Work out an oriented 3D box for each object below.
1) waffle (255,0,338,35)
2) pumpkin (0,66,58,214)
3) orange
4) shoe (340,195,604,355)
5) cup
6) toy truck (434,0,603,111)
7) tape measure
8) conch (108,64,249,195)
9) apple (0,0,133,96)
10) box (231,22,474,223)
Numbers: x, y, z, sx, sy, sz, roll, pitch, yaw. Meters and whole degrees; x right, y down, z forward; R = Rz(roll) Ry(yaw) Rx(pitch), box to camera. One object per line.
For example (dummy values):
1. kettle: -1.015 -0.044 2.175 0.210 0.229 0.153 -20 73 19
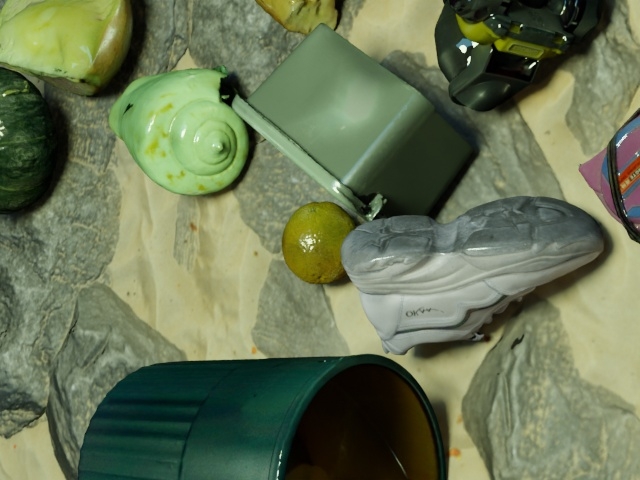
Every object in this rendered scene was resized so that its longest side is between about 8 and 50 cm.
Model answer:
1. waffle: -0.005 -0.449 1.495 0.348 0.077 0.304 -54 48 13
2. pumpkin: -0.449 -0.142 1.706 0.211 0.152 0.212 9 105 34
3. orange: 0.000 0.000 1.330 0.085 0.085 0.095 -25 50 32
4. shoe: 0.150 0.040 1.177 0.245 0.138 0.095 -8 34 10
5. cup: -0.050 0.254 1.214 0.292 0.308 0.242 -3 41 40
6. toy truck: 0.167 -0.255 1.250 0.165 0.147 0.224 -50 43 45
7. tape measure: 0.304 -0.062 1.100 0.118 0.074 0.125 -45 46 26
8. conch: -0.174 -0.151 1.523 0.250 0.137 0.144 -124 40 -57
9. apple: -0.334 -0.294 1.695 0.265 0.120 0.193 17 75 41
10. box: 0.038 -0.114 1.294 0.135 0.163 0.243 -51 48 3
